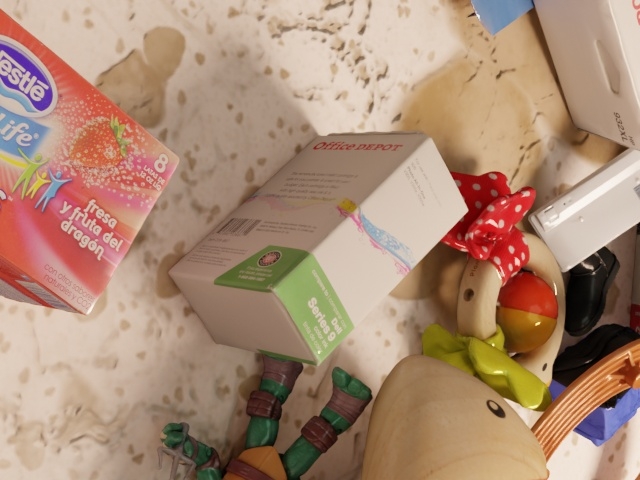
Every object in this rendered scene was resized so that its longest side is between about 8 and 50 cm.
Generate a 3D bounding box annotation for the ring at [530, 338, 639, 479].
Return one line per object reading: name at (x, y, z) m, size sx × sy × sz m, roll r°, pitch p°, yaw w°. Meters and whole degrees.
ring at (0.295, 0.244, 1.431) m, size 0.337 × 0.032 × 0.336 m, roll -25°, pitch 135°, yaw -28°

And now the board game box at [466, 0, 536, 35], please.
board game box at (0.174, -0.287, 1.383) m, size 0.169 × 0.033 × 0.133 m, roll -39°, pitch 122°, yaw -44°

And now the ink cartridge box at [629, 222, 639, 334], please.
ink cartridge box at (0.467, 0.006, 1.545) m, size 0.197 × 0.114 × 0.272 m, roll 3°, pitch 91°, yaw -9°

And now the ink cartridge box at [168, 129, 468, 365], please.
ink cartridge box at (0.000, 0.000, 1.189) m, size 0.212 × 0.154 × 0.093 m, roll -46°, pitch 119°, yaw -27°

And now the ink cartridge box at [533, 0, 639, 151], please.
ink cartridge box at (0.385, -0.273, 1.445) m, size 0.307 × 0.129 × 0.223 m, roll -38°, pitch 125°, yaw -18°

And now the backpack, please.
backpack at (0.309, 0.154, 1.490) m, size 0.120 × 0.098 × 0.101 m, roll -39°, pitch 144°, yaw -28°

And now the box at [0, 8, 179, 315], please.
box at (-0.272, -0.086, 0.968) m, size 0.300 × 0.154 × 0.142 m, roll 40°, pitch 69°, yaw -32°

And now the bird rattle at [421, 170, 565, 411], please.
bird rattle at (0.178, 0.059, 1.390) m, size 0.207 × 0.143 × 0.253 m, roll 20°, pitch 68°, yaw -50°

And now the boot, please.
boot at (0.276, 0.030, 1.485) m, size 0.099 × 0.045 × 0.121 m, roll 49°, pitch 59°, yaw -32°

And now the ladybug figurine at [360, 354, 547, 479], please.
ladybug figurine at (0.109, 0.330, 1.215) m, size 0.162 × 0.305 × 0.449 m, roll 5°, pitch 89°, yaw 6°

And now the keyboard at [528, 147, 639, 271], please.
keyboard at (0.343, -0.064, 1.461) m, size 0.256 × 0.014 × 0.072 m, roll -33°, pitch 100°, yaw -7°

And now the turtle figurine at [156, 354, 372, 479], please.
turtle figurine at (-0.058, 0.208, 1.189) m, size 0.175 × 0.118 × 0.234 m, roll 29°, pitch 69°, yaw 6°
